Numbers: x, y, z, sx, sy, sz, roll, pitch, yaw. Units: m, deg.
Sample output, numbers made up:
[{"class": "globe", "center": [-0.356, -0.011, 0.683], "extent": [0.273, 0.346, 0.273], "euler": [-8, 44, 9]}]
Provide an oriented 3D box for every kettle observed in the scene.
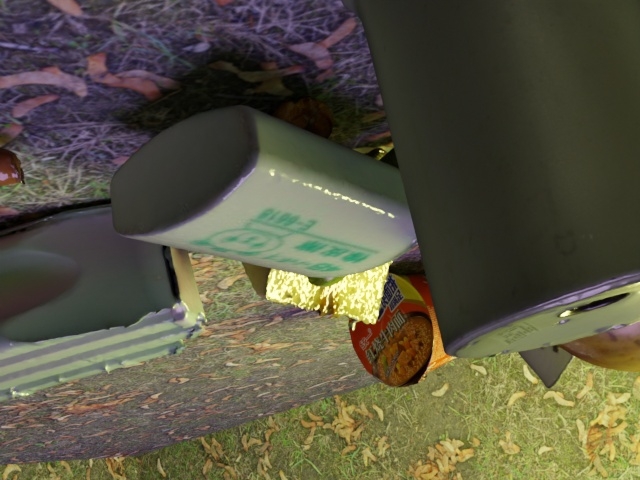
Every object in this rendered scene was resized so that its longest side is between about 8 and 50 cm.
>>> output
[{"class": "kettle", "center": [0.162, -0.105, 0.587], "extent": [0.205, 0.318, 0.265], "euler": [1, 156, -37]}]

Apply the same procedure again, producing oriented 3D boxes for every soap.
[{"class": "soap", "center": [-0.364, 0.094, 1.084], "extent": [0.446, 0.156, 0.261], "euler": [-16, 162, 9]}]

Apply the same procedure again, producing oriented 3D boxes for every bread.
[{"class": "bread", "center": [0.000, 0.000, 1.134], "extent": [0.266, 0.142, 0.178], "euler": [20, 103, -57]}]

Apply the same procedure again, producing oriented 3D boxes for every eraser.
[{"class": "eraser", "center": [-0.037, -0.037, 0.862], "extent": [0.189, 0.104, 0.290], "euler": [-17, 160, 35]}]

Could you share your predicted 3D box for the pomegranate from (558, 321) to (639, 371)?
[{"class": "pomegranate", "center": [0.301, -0.016, 0.953], "extent": [0.333, 0.332, 0.332], "euler": [-12, 162, -4]}]

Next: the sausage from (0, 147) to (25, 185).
[{"class": "sausage", "center": [-0.365, -0.056, 0.803], "extent": [0.177, 0.047, 0.040], "euler": [-13, 178, 2]}]

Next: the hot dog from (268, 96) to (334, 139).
[{"class": "hot dog", "center": [-0.044, -0.098, 0.908], "extent": [0.071, 0.045, 0.165], "euler": [1, 157, -30]}]

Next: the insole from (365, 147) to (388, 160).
[{"class": "insole", "center": [0.101, -0.063, 1.125], "extent": [0.086, 0.005, 0.253], "euler": [-49, 150, 12]}]

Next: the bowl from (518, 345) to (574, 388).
[{"class": "bowl", "center": [0.375, 0.059, 1.418], "extent": [0.158, 0.337, 0.337], "euler": [25, 166, 11]}]

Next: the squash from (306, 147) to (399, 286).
[{"class": "squash", "center": [0.066, -0.045, 1.018], "extent": [0.252, 0.066, 0.066], "euler": [-49, 154, 7]}]

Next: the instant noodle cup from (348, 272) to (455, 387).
[{"class": "instant noodle cup", "center": [0.184, 0.152, 1.604], "extent": [0.174, 0.213, 0.213], "euler": [-8, 163, -41]}]
